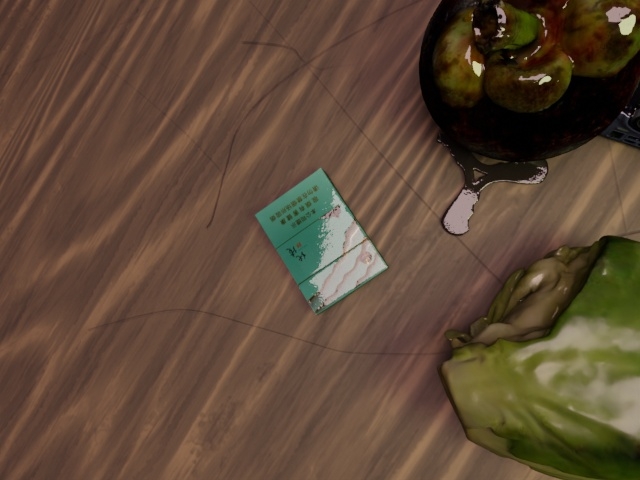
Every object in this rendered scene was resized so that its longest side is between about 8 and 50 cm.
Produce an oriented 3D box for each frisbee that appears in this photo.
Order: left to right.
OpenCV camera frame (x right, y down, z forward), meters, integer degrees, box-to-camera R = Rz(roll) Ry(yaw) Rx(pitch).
[{"bbox_3d":[0.282,-0.132,0.806,0.210,0.012,0.188,-31,77,9],"label":"frisbee"}]

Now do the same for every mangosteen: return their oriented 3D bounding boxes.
[{"bbox_3d":[0.306,-0.275,0.663,0.329,0.330,0.330,-1,84,13],"label":"mangosteen"}]

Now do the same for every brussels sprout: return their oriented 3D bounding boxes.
[{"bbox_3d":[0.363,0.180,0.620,0.371,0.276,0.315,-32,75,9],"label":"brussels sprout"}]

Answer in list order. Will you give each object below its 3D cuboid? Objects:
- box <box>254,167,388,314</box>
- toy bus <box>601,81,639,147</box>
[{"bbox_3d":[0.000,0.001,0.841,0.162,0.041,0.229,-34,78,8],"label":"box"},{"bbox_3d":[0.606,-0.177,0.674,0.292,0.133,0.126,24,85,17],"label":"toy bus"}]
